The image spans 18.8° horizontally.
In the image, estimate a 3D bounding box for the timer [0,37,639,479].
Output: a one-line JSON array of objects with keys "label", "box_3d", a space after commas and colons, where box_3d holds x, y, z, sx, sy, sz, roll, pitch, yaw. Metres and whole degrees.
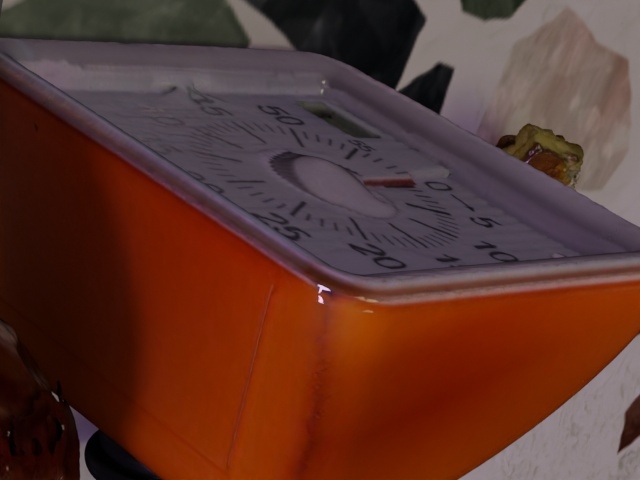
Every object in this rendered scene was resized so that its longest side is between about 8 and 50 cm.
[{"label": "timer", "box_3d": [0.000, 0.000, 0.902, 0.250, 0.257, 0.161, -21, 131, -40]}]

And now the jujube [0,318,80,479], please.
[{"label": "jujube", "box_3d": [-0.206, 0.090, 0.777, 0.243, 0.183, 0.183, 31, 85, -53]}]

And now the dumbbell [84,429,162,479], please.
[{"label": "dumbbell", "box_3d": [-0.078, 0.152, 1.013, 0.099, 0.099, 0.208, -12, 117, -46]}]

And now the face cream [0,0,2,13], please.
[{"label": "face cream", "box_3d": [-0.166, -0.122, 0.798, 0.084, 0.057, 0.198, -8, 113, -47]}]

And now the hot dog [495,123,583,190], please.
[{"label": "hot dog", "box_3d": [0.118, -0.029, 1.176, 0.078, 0.061, 0.169, -15, 149, -9]}]
